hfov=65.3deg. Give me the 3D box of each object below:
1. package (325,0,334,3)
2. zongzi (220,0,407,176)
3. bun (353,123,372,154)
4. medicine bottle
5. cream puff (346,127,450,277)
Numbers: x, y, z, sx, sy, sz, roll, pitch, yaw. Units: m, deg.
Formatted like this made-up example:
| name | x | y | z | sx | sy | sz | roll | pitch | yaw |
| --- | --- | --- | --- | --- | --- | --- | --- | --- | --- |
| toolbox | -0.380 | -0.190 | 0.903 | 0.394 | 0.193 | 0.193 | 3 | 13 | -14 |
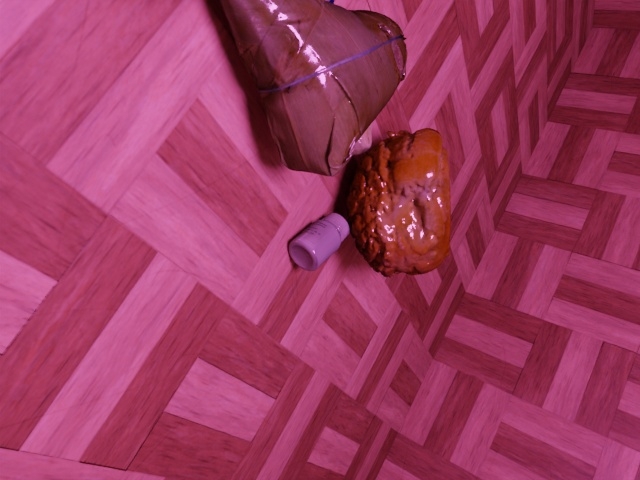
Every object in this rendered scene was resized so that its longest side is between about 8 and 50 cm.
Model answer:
| name | x | y | z | sx | sy | sz | roll | pitch | yaw |
| --- | --- | --- | --- | --- | --- | --- | --- | --- | --- |
| package | -0.013 | -0.439 | 0.873 | 0.111 | 0.033 | 0.077 | -6 | 135 | -40 |
| zongzi | -0.001 | -0.359 | 0.829 | 0.356 | 0.174 | 0.392 | -56 | 132 | -33 |
| bun | 0.070 | -0.236 | 1.066 | 0.115 | 0.069 | 0.115 | 3 | 90 | -72 |
| medicine bottle | 0.000 | 0.000 | 1.077 | 0.130 | 0.080 | 0.080 | -41 | 137 | -38 |
| cream puff | 0.176 | -0.084 | 1.131 | 0.342 | 0.231 | 0.326 | 72 | 24 | -54 |
